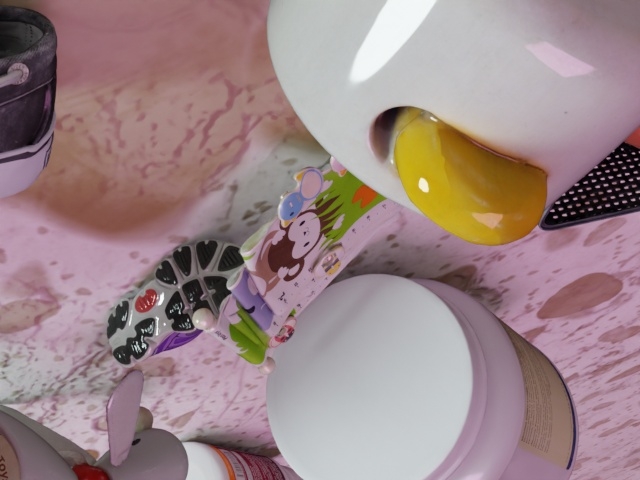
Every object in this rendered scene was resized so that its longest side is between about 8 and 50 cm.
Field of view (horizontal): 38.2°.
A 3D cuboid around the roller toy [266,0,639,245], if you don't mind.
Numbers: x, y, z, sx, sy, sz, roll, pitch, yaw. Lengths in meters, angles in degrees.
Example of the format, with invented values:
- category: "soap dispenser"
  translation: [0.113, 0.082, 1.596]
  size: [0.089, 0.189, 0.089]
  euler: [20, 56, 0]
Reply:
- category: "roller toy"
  translation: [0.078, -0.108, 0.468]
  size: [0.191, 0.209, 0.146]
  euler: [-22, 160, -43]

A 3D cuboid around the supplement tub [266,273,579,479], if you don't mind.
- category: "supplement tub"
  translation: [0.112, 0.172, 0.931]
  size: [0.235, 0.235, 0.325]
  euler: [-30, 150, 16]

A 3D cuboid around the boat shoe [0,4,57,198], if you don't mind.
- category: "boat shoe"
  translation: [-0.269, -0.060, 0.417]
  size: [0.306, 0.113, 0.105]
  euler: [-7, 142, -28]

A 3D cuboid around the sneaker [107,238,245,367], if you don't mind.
- category: "sneaker"
  translation: [-0.109, 0.049, 0.777]
  size: [0.170, 0.068, 0.071]
  euler: [-30, 166, 34]

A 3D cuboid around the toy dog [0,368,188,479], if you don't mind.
- category: "toy dog"
  translation: [-0.259, 0.166, 0.796]
  size: [0.220, 0.161, 0.334]
  euler: [-14, 166, 9]

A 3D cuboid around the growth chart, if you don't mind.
- category: "growth chart"
  translation: [0.000, 0.000, 0.714]
  size: [0.237, 0.021, 0.172]
  euler: [-47, 153, 1]

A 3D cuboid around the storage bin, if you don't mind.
- category: "storage bin"
  translation: [0.248, -0.087, 0.735]
  size: [0.180, 0.084, 0.122]
  euler: [-13, 150, -16]

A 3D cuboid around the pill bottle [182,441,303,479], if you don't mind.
- category: "pill bottle"
  translation: [-0.110, 0.326, 1.170]
  size: [0.121, 0.121, 0.221]
  euler: [-31, 150, 18]

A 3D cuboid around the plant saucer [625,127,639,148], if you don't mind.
- category: "plant saucer"
  translation: [0.317, -0.147, 0.603]
  size: [0.258, 0.047, 0.259]
  euler: [15, 119, -35]
